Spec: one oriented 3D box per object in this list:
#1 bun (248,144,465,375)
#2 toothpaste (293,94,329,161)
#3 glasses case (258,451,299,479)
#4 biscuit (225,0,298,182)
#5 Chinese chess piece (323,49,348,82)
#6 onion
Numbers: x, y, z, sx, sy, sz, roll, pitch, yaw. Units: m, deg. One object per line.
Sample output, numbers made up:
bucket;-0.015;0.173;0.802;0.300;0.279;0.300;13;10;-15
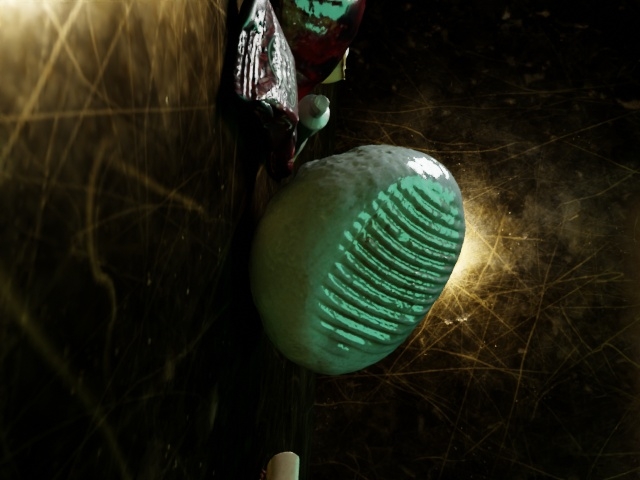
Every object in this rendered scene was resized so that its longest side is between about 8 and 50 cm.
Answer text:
bun;0.050;0.019;0.709;0.211;0.362;0.362;39;-45;50
toothpaste;-0.036;-0.163;0.724;0.248;0.047;0.078;157;-62;-71
glasses case;-0.094;0.473;0.807;0.102;0.070;0.193;-44;-144;52
biscuit;-0.061;-0.180;0.586;0.235;0.063;0.151;72;13;-70
Chinese chess piece;0.010;-0.476;1.016;0.257;0.104;0.257;3;90;-86
onion;0.003;-0.362;0.770;0.314;0.146;0.280;-88;-177;-53
